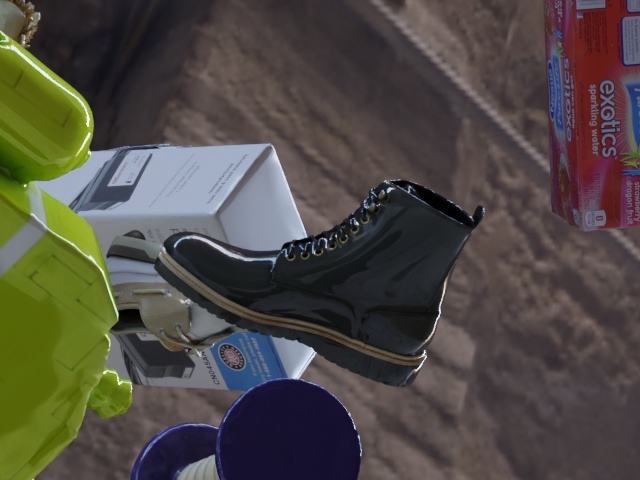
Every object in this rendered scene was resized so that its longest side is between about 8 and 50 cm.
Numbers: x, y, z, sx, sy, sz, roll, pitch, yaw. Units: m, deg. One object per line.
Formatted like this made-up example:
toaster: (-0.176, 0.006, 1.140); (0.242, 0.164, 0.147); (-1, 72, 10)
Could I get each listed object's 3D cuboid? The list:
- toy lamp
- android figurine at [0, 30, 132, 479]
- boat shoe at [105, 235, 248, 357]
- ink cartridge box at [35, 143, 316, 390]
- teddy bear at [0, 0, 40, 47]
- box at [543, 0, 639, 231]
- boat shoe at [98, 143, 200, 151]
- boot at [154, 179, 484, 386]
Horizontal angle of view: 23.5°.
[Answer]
toy lamp: (-0.051, 0.127, 0.837); (0.080, 0.080, 0.274); (26, -20, -11)
android figurine: (-0.194, 0.017, 0.603); (0.248, 0.056, 0.273); (-45, -60, 10)
boat shoe: (-0.135, 0.073, 1.657); (0.302, 0.103, 0.113); (8, -23, 47)
ink cartridge box: (-0.216, 0.039, 2.020); (0.395, 0.166, 0.285); (-1, -55, 31)
teddy bear: (-0.433, -0.228, 1.603); (0.338, 0.245, 0.113); (-26, -20, 14)
box: (0.294, -0.145, 1.500); (0.128, 0.122, 0.257); (-5, -79, -4)
boat shoe: (-0.229, -0.101, 2.193); (0.206, 0.075, 0.065); (1, -3, -9)
boot: (0.000, 0.000, 1.046); (0.198, 0.077, 0.137); (21, -69, -9)
